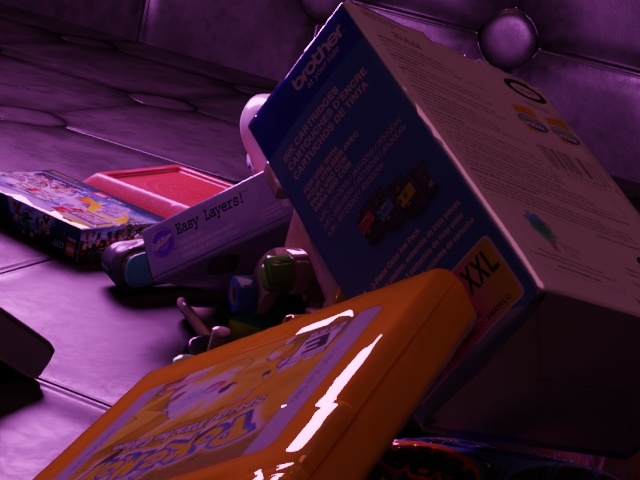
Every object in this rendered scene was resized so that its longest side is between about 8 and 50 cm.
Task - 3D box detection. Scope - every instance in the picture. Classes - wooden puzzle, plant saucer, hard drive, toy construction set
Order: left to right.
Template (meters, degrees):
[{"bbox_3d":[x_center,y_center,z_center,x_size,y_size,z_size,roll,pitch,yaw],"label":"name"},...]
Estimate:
[{"bbox_3d":[-0.404,0.017,1.265,0.307,0.040,0.203,24,-14,40],"label":"hard drive"},{"bbox_3d":[-0.185,-0.054,1.930,0.259,0.047,0.258,19,15,26],"label":"plant saucer"},{"bbox_3d":[-0.016,0.108,1.444,0.239,0.044,0.221,7,14,-22],"label":"wooden puzzle"},{"bbox_3d":[0.046,0.046,1.261,0.309,0.237,0.257,16,30,-1],"label":"toy construction set"}]

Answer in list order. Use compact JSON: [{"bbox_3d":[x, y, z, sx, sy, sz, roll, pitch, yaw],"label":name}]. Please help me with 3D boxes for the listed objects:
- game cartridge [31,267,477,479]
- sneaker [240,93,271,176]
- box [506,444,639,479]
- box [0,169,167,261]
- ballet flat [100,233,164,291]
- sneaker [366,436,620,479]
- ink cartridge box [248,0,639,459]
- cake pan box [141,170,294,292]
[{"bbox_3d":[-0.078,0.134,0.825,0.285,0.052,0.324,-22,10,30],"label":"game cartridge"},{"bbox_3d":[-0.063,-0.117,2.019,0.150,0.135,0.366,11,-17,25],"label":"sneaker"},{"bbox_3d":[0.345,0.188,1.252,0.300,0.142,0.154,7,16,-22],"label":"box"},{"bbox_3d":[-0.327,-0.035,1.726,0.233,0.044,0.159,22,17,34],"label":"box"},{"bbox_3d":[-0.175,0.019,1.606,0.203,0.074,0.074,-8,24,-45],"label":"ballet flat"},{"bbox_3d":[0.135,0.179,0.974,0.221,0.083,0.087,16,8,-1],"label":"sneaker"},{"bbox_3d":[0.121,-0.028,1.099,0.270,0.151,0.395,16,35,-43],"label":"ink cartridge box"},{"bbox_3d":[-0.024,-0.013,1.512,0.246,0.070,0.267,-23,-17,28],"label":"cake pan box"}]
